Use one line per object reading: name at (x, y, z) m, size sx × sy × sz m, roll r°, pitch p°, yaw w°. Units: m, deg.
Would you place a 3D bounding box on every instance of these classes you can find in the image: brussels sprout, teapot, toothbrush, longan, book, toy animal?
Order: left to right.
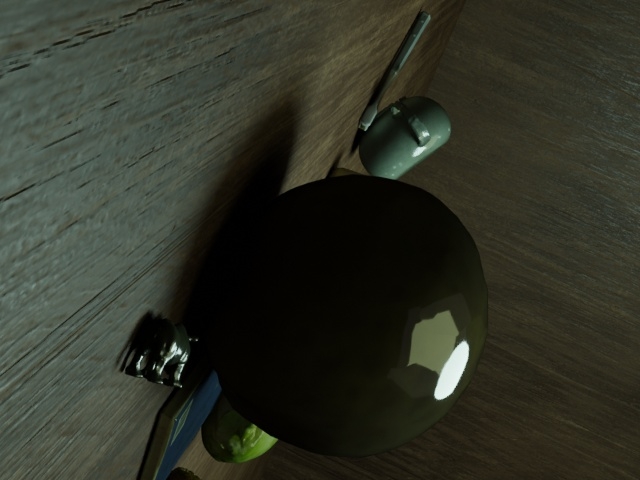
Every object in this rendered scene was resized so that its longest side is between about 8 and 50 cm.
toy animal at (-0.152, 0.113, 1.023) m, size 0.136 × 0.047 × 0.065 m, roll 62°, pitch 45°, yaw -76°
book at (-0.176, 0.227, 1.408) m, size 0.191 × 0.025 × 0.269 m, roll -68°, pitch 174°, yaw 33°
brussels sprout at (-0.117, 0.265, 1.622) m, size 0.145 × 0.131 × 0.183 m, roll 22°, pitch 93°, yaw -62°
longan at (0.032, 0.098, 1.281) m, size 0.404 × 0.336 × 0.404 m, roll -26°, pitch 160°, yaw -10°
toothbrush at (0.149, -0.339, 2.007) m, size 0.342 × 0.025 × 0.030 m, roll -62°, pitch 180°, yaw -32°
teapot at (0.159, -0.207, 2.008) m, size 0.193 × 0.129 × 0.294 m, roll -37°, pitch 178°, yaw -7°

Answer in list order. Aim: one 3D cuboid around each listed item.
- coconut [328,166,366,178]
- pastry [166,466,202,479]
coconut at (0.061, -0.066, 1.852) m, size 0.116 × 0.122 × 0.116 m, roll 25°, pitch 90°, yaw -83°
pastry at (-0.204, 0.388, 1.495) m, size 0.097 × 0.057 × 0.109 m, roll -24°, pitch -128°, yaw 49°
